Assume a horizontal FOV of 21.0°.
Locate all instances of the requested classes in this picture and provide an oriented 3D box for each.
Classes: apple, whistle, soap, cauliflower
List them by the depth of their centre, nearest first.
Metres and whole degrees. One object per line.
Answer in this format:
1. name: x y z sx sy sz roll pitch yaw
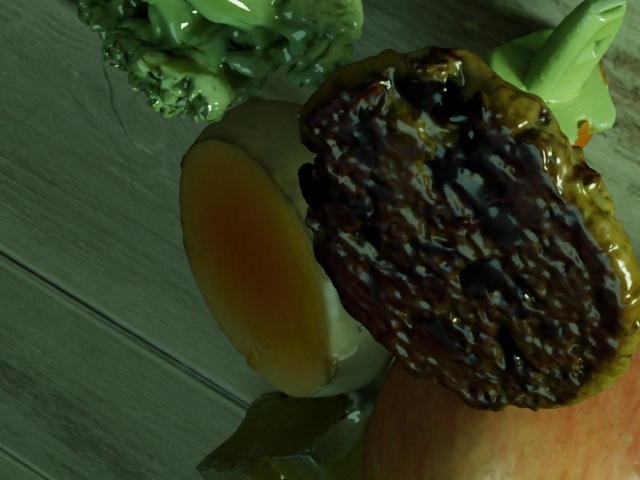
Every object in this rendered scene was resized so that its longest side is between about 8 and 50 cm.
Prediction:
1. cauliflower: -0.099 -0.251 1.418 0.327 0.260 0.281 36 171 15
2. whistle: 0.173 -0.106 1.423 0.106 0.131 0.288 58 147 15
3. apple: 0.207 0.228 1.602 0.364 0.364 0.364 27 146 21
4. soap: 0.056 0.337 2.044 0.338 0.169 0.304 49 157 -14

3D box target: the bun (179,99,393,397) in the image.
1. bun: 0.000 0.000 1.676 0.299 0.165 0.299 40 144 39

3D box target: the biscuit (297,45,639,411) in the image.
1. biscuit: 0.118 -0.008 1.390 0.289 0.081 0.334 -15 111 45
